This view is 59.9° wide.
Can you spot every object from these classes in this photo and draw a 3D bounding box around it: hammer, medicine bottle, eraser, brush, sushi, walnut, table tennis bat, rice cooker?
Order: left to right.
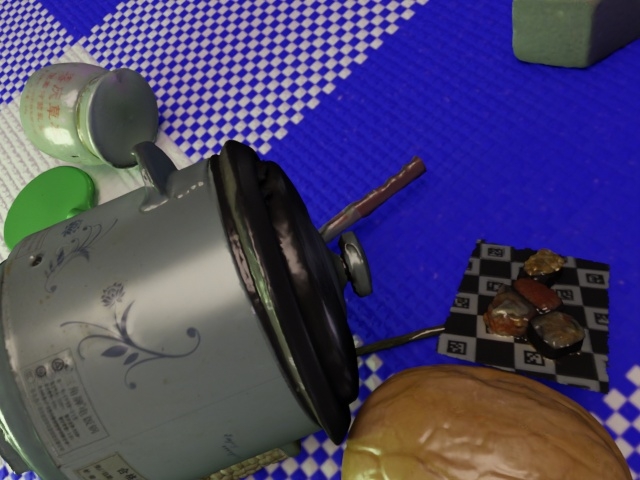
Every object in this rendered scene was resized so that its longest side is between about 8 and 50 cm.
[{"bbox_3d":[-0.376,-0.036,0.825,0.257,0.039,0.160,12,70,30],"label":"table tennis bat"},{"bbox_3d":[-0.331,-0.181,0.808,0.143,0.147,0.147,12,71,22],"label":"medicine bottle"},{"bbox_3d":[-0.100,0.065,0.476,0.317,0.316,0.264,-31,16,4],"label":"rice cooker"},{"bbox_3d":[0.000,0.000,0.646,0.301,0.084,0.071,-34,59,0],"label":"brush"},{"bbox_3d":[0.097,0.106,0.595,0.293,0.029,0.058,-18,60,13],"label":"hammer"},{"bbox_3d":[0.128,0.191,0.444,0.226,0.193,0.193,1,67,31],"label":"walnut"},{"bbox_3d":[0.198,0.045,0.518,0.139,0.031,0.201,10,34,21],"label":"sushi"},{"bbox_3d":[0.390,-0.320,0.632,0.353,0.111,0.077,-33,58,4],"label":"eraser"}]

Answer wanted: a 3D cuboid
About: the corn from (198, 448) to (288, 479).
[{"bbox_3d":[-0.135,0.229,0.592,0.211,0.087,0.087,-24,61,4],"label":"corn"}]
